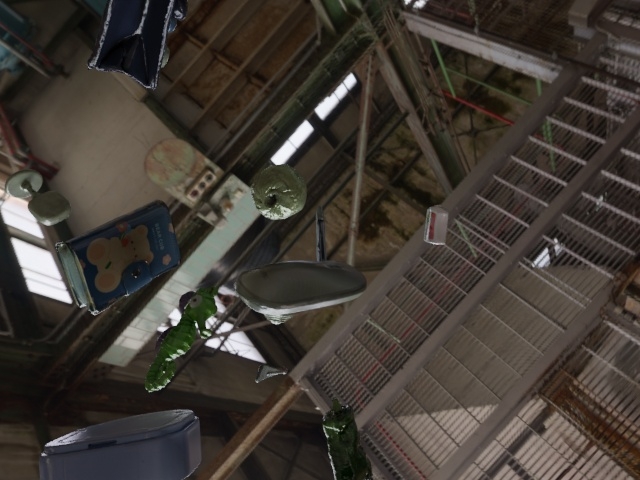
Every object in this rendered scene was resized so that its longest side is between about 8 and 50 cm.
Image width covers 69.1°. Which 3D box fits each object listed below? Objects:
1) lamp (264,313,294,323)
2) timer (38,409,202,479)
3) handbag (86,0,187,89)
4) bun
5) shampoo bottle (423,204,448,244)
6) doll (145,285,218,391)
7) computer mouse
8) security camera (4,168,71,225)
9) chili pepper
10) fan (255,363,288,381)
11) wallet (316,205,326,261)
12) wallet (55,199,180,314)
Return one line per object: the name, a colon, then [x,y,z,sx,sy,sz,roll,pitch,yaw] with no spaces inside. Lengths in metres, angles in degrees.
lamp: [-0.120,0.169,1.465,0.106,0.106,0.193,11,-96,33]
timer: [-0.504,0.580,1.255,0.395,0.395,0.173,-14,-101,24]
handbag: [-0.215,-0.404,0.640,0.269,0.118,0.326,-28,-126,56]
bun: [-0.159,-0.183,1.737,0.221,0.108,0.221,1,-86,21]
shampoo bottle: [0.296,-0.043,1.187,0.072,0.043,0.099,-148,-119,-72]
doll: [-0.223,0.155,0.753,0.115,0.050,0.190,6,-120,55]
computer mouse: [-0.046,0.097,1.137,0.197,0.330,0.095,38,-50,54]
security camera: [-0.421,-0.059,0.699,0.092,0.058,0.058,44,-87,13]
chili pepper: [0.076,0.614,1.414,0.099,0.136,0.271,-4,-81,61]
fan: [-0.153,0.425,1.519,0.023,0.282,0.057,17,-97,15]
wallet: [0.003,0.000,1.706,0.036,0.222,0.167,-1,-161,-1]
wallet: [-0.347,0.027,0.819,0.059,0.141,0.202,8,-152,30]
